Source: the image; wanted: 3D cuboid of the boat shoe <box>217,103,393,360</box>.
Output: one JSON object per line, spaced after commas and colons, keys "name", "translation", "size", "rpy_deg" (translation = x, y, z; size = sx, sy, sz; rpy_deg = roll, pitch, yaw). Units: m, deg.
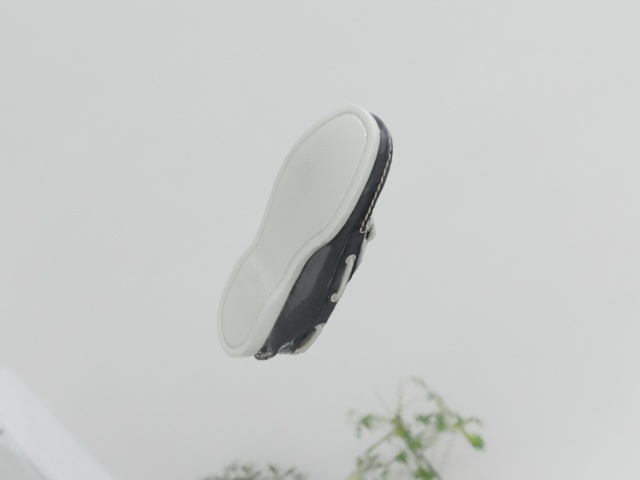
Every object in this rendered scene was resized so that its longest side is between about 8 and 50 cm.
{"name": "boat shoe", "translation": [0.000, 0.000, 0.584], "size": [0.038, 0.046, 0.125], "rpy_deg": [7, -55, -34]}
